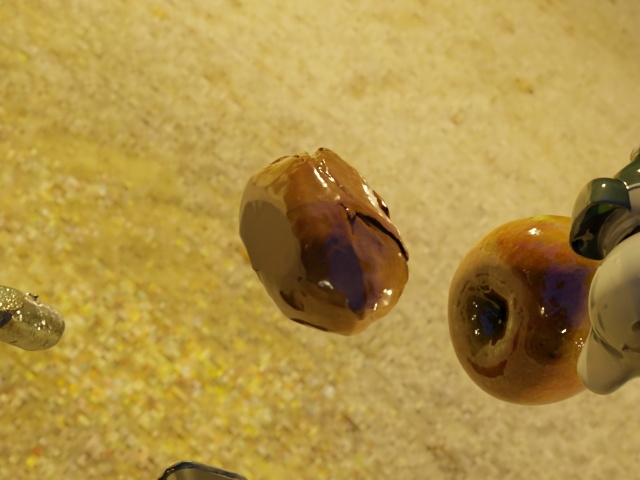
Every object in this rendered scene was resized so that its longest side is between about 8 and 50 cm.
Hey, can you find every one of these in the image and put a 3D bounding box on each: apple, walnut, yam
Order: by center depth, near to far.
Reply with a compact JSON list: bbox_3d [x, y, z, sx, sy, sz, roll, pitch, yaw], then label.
[{"bbox_3d":[0.000,0.000,1.278,0.137,0.137,0.245,28,12,-31],"label":"walnut"},{"bbox_3d":[-0.363,0.089,1.739,0.070,0.069,0.146,52,5,25],"label":"yam"},{"bbox_3d":[0.273,0.083,1.744,0.207,0.237,0.237,-1,45,-39],"label":"apple"}]

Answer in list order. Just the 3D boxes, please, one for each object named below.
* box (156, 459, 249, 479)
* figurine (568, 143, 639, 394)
[{"bbox_3d":[-0.166,0.424,1.781,0.138,0.274,0.178,17,10,-17],"label":"box"},{"bbox_3d":[0.217,0.023,0.913,0.126,0.147,0.192,21,43,-12],"label":"figurine"}]
